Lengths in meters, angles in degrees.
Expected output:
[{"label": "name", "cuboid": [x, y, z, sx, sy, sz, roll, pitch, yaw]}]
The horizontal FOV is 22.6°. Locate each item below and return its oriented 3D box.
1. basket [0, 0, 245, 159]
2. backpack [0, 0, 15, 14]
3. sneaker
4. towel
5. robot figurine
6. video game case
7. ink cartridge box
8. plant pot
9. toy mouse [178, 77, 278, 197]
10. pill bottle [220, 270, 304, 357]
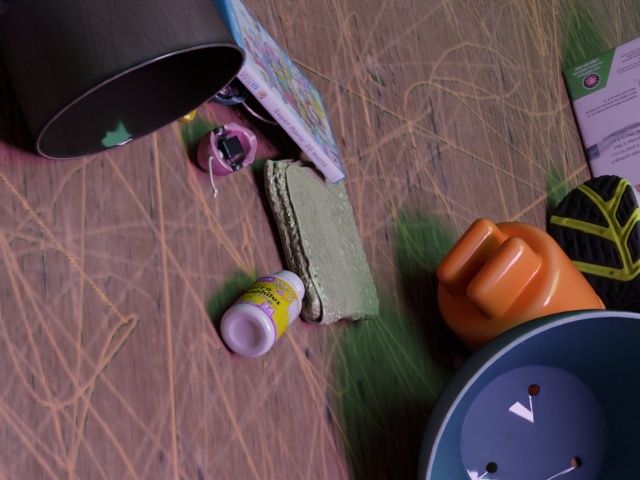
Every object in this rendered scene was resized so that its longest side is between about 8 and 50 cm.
[{"label": "basket", "cuboid": [-0.169, -0.191, 1.084, 0.227, 0.154, 0.204, 63, -2, 5]}, {"label": "backpack", "cuboid": [-0.233, -0.187, 0.948, 0.152, 0.182, 0.115, 20, 54, -51]}, {"label": "sneaker", "cuboid": [0.348, 0.110, 1.717, 0.147, 0.145, 0.385, 37, 42, -40]}, {"label": "towel", "cuboid": [0.000, 0.000, 1.349, 0.110, 0.027, 0.148, 0, 69, -59]}, {"label": "robot figurine", "cuboid": [0.191, 0.065, 1.496, 0.219, 0.158, 0.128, 45, 44, -45]}, {"label": "video game case", "cuboid": [-0.037, -0.135, 1.346, 0.166, 0.015, 0.119, 46, 20, -42]}, {"label": "ink cartridge box", "cuboid": [0.404, -0.135, 1.965, 0.087, 0.153, 0.208, 14, 59, -55]}, {"label": "plant pot", "cuboid": [0.207, 0.190, 1.353, 0.290, 0.290, 0.195, 62, -5, -9]}, {"label": "toy mouse", "cuboid": [-0.085, -0.103, 1.278, 0.143, 0.031, 0.161, 9, 63, -55]}, {"label": "pill bottle", "cuboid": [-0.042, 0.053, 1.229, 0.043, 0.043, 0.083, 61, 30, -11]}]
